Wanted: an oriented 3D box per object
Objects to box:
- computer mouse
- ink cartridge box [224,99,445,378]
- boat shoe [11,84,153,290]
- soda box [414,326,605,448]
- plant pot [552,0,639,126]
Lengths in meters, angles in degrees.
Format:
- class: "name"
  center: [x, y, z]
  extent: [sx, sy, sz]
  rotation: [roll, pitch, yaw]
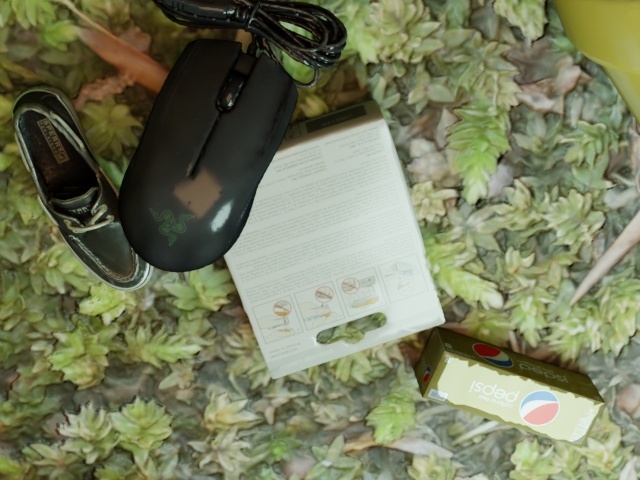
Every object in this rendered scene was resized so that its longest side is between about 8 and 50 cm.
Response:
- class: "computer mouse"
  center: [-0.103, -0.100, 1.237]
  extent: [0.188, 0.072, 0.272]
  rotation: [19, 95, -2]
- class: "ink cartridge box"
  center: [0.000, 0.000, 1.346]
  extent: [0.189, 0.066, 0.232]
  rotation: [-18, 121, 2]
- class: "boat shoe"
  center: [-0.224, -0.037, 1.295]
  extent: [0.078, 0.070, 0.219]
  rotation: [-27, 112, 6]
- class: "soda box"
  center: [0.191, 0.149, 1.415]
  extent: [0.181, 0.061, 0.058]
  rotation: [19, 109, -12]
- class: "plant pot"
  center: [0.341, -0.192, 1.207]
  extent: [0.254, 0.254, 0.239]
  rotation: [-24, 128, 4]
